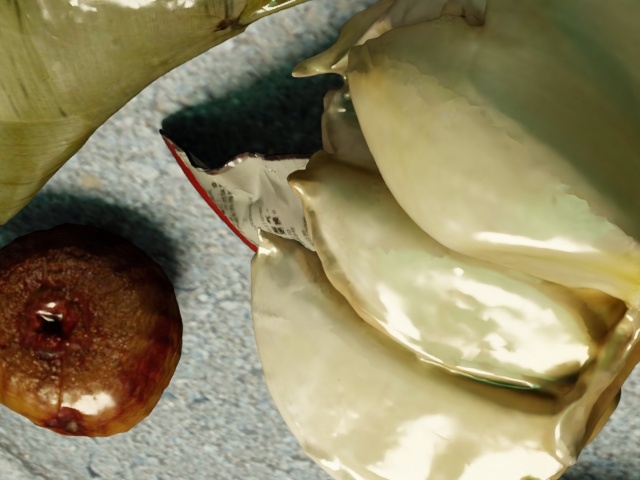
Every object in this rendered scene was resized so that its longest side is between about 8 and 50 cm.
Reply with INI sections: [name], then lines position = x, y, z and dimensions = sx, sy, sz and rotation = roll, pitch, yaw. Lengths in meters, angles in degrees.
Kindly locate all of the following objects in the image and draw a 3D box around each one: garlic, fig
[garlic]
position = 0.078, -0.025, 0.776
dimensions = 0.203, 0.185, 0.281
rotation = 29, 132, 6
[fig]
position = -0.156, 0.077, 1.153
dimensions = 0.146, 0.134, 0.201
rotation = 38, 165, 17

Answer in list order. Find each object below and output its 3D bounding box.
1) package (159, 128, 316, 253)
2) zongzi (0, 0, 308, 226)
[package]
position = 0.000, 0.000, 0.986
dimensions = 0.154, 0.030, 0.239
rotation = 50, 160, -29
[zongzi]
position = -0.060, -0.124, 0.849
dimensions = 0.322, 0.160, 0.360
rotation = 7, 133, 9
